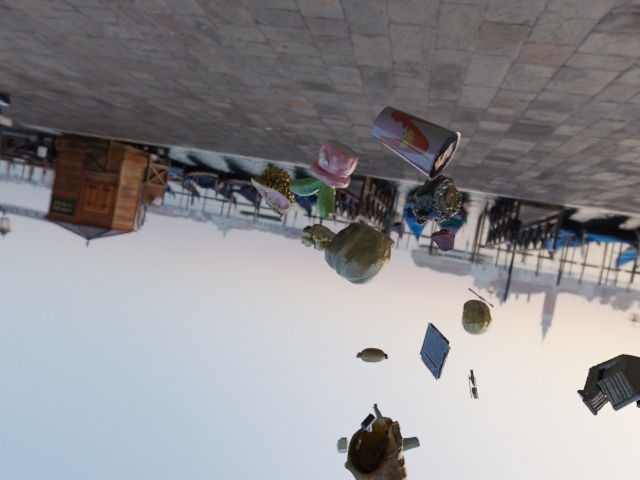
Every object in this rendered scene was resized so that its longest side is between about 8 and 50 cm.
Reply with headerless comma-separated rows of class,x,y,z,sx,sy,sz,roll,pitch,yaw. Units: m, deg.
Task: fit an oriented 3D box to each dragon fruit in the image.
dragon fruit,0.644,-0.021,2.301,0.102,0.096,0.147,-2,140,38

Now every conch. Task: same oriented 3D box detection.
conch,0.256,0.992,2.018,0.297,0.352,0.210,18,144,0

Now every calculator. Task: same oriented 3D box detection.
calculator,0.545,0.530,2.131,0.028,0.274,0.165,-14,-140,-22

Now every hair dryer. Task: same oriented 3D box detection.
hair dryer,0.146,0.565,1.357,0.047,0.083,0.026,-37,-128,-27
hair dryer,0.417,1.096,2.519,0.296,0.298,0.119,1,155,24

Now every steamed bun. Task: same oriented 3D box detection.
steamed bun,0.000,0.000,2.286,0.192,0.106,0.177,26,-157,15

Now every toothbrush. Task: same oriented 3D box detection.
toothbrush,0.714,0.254,1.977,0.162,0.014,0.017,35,-160,-14

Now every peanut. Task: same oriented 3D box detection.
peanut,0.733,0.356,2.087,0.147,0.146,0.305,11,-165,15

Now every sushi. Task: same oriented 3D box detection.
sushi,0.560,-0.196,2.210,0.239,0.224,0.219,-6,177,-24

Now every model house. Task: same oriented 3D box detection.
model house,0.842,0.414,1.248,0.188,0.122,0.229,-29,164,-41

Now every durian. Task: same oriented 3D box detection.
durian,-0.228,-0.304,2.500,0.186,0.195,0.305,-10,130,49

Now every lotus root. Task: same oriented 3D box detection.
lotus root,0.228,0.512,1.988,0.151,0.062,0.073,1,-153,-1

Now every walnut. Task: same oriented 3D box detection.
walnut,0.174,0.057,2.046,0.282,0.277,0.253,45,170,16

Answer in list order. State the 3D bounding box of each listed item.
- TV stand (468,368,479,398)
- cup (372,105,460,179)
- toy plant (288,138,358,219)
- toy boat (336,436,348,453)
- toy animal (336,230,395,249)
TV stand,0.850,0.797,2.478,0.042,0.036,0.249,-15,-169,18
cup,0.347,-0.379,1.666,0.288,0.203,0.203,36,-168,23
toy plant,0.022,-0.324,2.213,0.211,0.356,0.317,-13,-132,-47
toy boat,0.114,1.067,2.323,0.065,0.066,0.172,1,141,-4
toy animal,0.200,0.040,2.360,0.359,0.226,0.188,5,147,28
